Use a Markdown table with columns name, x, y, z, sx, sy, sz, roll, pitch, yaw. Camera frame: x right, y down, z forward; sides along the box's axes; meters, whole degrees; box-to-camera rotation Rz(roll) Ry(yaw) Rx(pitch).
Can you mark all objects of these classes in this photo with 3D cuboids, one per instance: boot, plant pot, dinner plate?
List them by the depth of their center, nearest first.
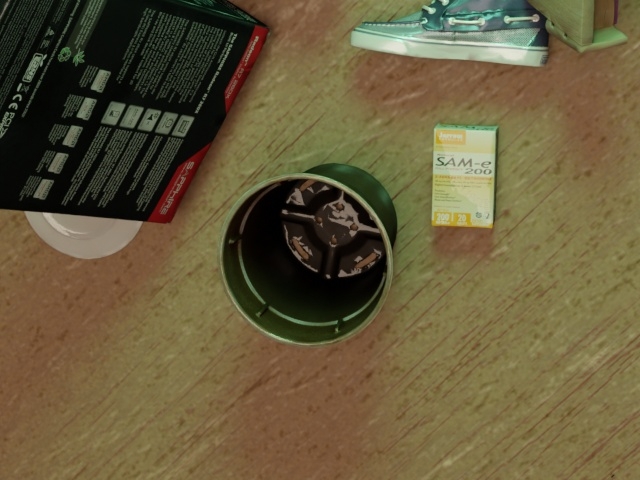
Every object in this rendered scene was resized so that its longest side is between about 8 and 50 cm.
| name | x | y | z | sx | sy | sz | roll | pitch | yaw |
| --- | --- | --- | --- | --- | --- | --- | --- | --- | --- |
| boot | 0.125 | -0.216 | 1.514 | 0.190 | 0.069 | 0.086 | 5 | 98 | 2 |
| plant pot | 0.000 | 0.000 | 1.536 | 0.167 | 0.165 | 0.167 | 3 | 105 | 11 |
| dinner plate | -0.250 | -0.048 | 1.656 | 0.141 | 0.017 | 0.141 | 3 | 105 | 10 |

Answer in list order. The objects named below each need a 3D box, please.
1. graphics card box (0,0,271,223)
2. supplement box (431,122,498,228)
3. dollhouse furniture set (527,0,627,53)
| name | x | y | z | sx | sy | sz | roll | pitch | yaw |
| --- | --- | --- | --- | --- | --- | --- | --- | --- | --- |
| graphics card box | -0.220 | -0.139 | 1.438 | 0.094 | 0.371 | 0.233 | 36 | 106 | 25 |
| supplement box | 0.142 | -0.064 | 1.557 | 0.062 | 0.036 | 0.098 | 2 | 104 | 11 |
| dollhouse furniture set | 0.327 | -0.358 | 1.428 | 0.303 | 0.198 | 0.286 | -13 | 123 | -15 |
